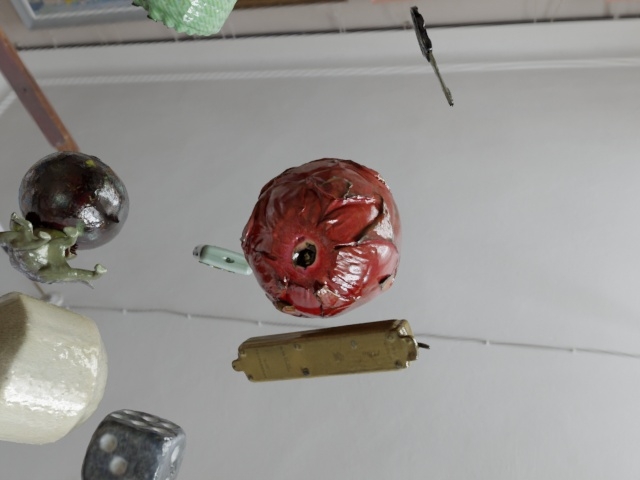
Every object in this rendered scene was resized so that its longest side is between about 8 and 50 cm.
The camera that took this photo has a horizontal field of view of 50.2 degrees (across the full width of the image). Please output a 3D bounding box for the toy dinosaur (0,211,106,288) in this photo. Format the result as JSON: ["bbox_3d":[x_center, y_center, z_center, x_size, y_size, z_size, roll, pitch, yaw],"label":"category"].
[{"bbox_3d":[-0.582,0.029,1.428,0.162,0.294,0.077,-34,-147,31],"label":"toy dinosaur"}]

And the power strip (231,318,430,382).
[{"bbox_3d":[0.009,0.153,0.940,0.306,0.064,0.044,-11,-169,30],"label":"power strip"}]

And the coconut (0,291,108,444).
[{"bbox_3d":[-0.493,0.202,1.105,0.237,0.266,0.237,-20,-120,39],"label":"coconut"}]

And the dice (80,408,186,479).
[{"bbox_3d":[-0.426,0.502,1.578,0.182,0.181,0.183,17,-92,9],"label":"dice"}]

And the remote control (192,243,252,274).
[{"bbox_3d":[-0.259,0.047,1.771,0.140,0.296,0.056,20,-95,-14],"label":"remote control"}]

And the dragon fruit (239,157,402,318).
[{"bbox_3d":[0.007,-0.004,0.966,0.241,0.240,0.252,-24,-171,-8],"label":"dragon fruit"}]

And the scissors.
[{"bbox_3d":[0.233,-0.377,1.422,0.022,0.109,0.300,-18,-129,7],"label":"scissors"}]

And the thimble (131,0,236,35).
[{"bbox_3d":[-0.286,-0.530,1.438,0.150,0.219,0.219,-56,-138,21],"label":"thimble"}]

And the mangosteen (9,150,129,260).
[{"bbox_3d":[-0.633,-0.086,1.737,0.288,0.288,0.288,-8,-134,8],"label":"mangosteen"}]
